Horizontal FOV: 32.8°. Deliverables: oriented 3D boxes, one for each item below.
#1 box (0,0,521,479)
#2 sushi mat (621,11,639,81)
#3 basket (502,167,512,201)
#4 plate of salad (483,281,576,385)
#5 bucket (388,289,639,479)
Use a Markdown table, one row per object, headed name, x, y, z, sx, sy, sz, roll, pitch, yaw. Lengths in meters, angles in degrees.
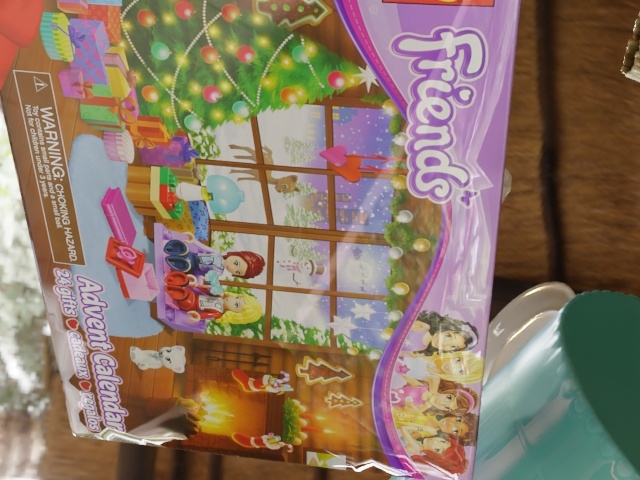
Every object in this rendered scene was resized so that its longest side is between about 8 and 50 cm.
| name | x | y | z | sx | sy | sz | roll | pitch | yaw |
| --- | --- | --- | --- | --- | --- | --- | --- | --- | --- |
| box | -0.024 | -0.024 | 0.459 | 0.057 | 0.201 | 0.293 | -74 | 166 | -52 |
| sushi mat | 0.405 | -0.161 | 0.907 | 0.019 | 0.317 | 0.151 | -135 | -117 | -68 |
| basket | 0.000 | 0.000 | 1.355 | 0.331 | 0.266 | 0.328 | -34 | -162 | 53 |
| plate of salad | 0.221 | 0.130 | 1.246 | 0.048 | 0.200 | 0.199 | 35 | -70 | 40 |
| bucket | 0.177 | 0.173 | 0.593 | 0.183 | 0.281 | 0.281 | -57 | -146 | 27 |
